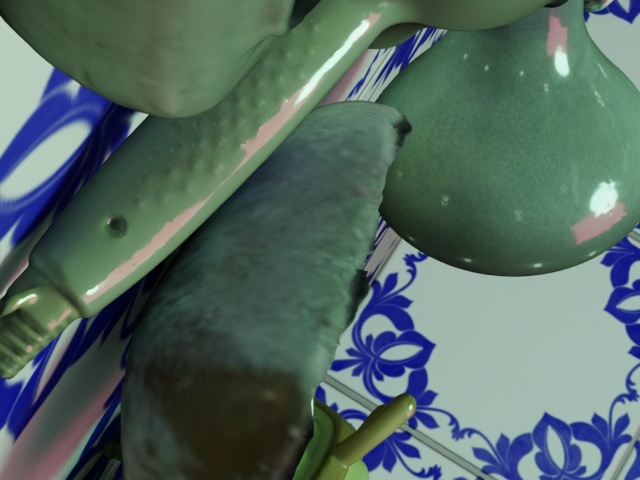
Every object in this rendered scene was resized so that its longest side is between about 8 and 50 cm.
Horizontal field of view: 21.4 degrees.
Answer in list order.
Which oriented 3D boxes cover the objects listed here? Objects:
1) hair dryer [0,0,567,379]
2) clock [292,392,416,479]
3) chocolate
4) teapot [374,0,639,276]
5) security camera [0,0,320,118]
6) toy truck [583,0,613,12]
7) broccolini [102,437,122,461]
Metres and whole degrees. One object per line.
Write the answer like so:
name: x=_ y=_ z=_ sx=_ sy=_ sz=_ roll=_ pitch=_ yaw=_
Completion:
hair dryer: x=-0.002 y=-0.084 z=0.684 sx=0.298 sy=0.119 sz=0.296 roll=-43 pitch=-178 yaw=12
clock: x=-0.067 y=0.184 z=1.039 sx=0.308 sy=0.096 sz=0.235 roll=-39 pitch=-172 yaw=42
chocolate: x=-0.036 y=0.042 z=0.886 sx=0.303 sy=0.100 sz=0.185 roll=-67 pitch=178 yaw=-55
teapot: x=0.114 y=-0.108 z=0.981 sx=0.183 sy=0.183 sz=0.251 roll=-54 pitch=153 yaw=-42
security camera: x=0.022 y=-0.166 z=0.406 sx=0.301 sy=0.080 sz=0.157 roll=-60 pitch=175 yaw=-23
toy truck: x=0.175 y=-0.253 z=1.091 sx=0.270 sy=0.135 sz=0.114 roll=-56 pitch=178 yaw=15
broccolini: x=-0.092 y=0.100 z=1.130 sx=0.042 sy=0.044 sz=0.218 roll=-44 pitch=175 yaw=20
